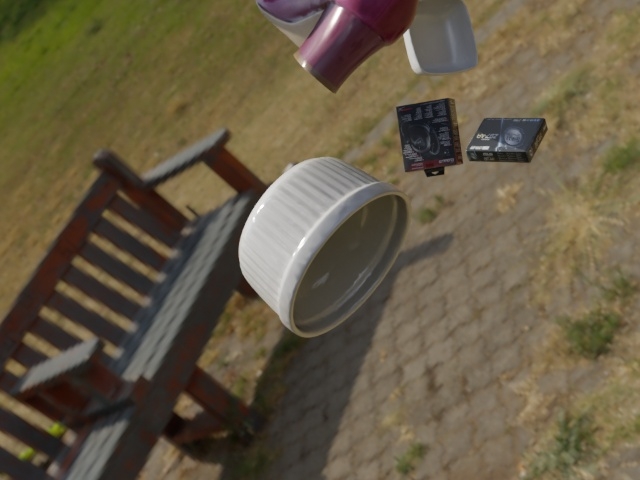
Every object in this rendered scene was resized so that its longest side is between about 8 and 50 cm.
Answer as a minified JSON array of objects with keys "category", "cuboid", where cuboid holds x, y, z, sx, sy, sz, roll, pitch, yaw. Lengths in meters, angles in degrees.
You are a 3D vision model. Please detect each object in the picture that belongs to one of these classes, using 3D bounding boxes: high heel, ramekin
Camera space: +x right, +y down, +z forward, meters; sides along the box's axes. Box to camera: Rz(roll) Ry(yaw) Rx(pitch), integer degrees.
[{"category":"high heel","cuboid":[0.030,-0.303,1.326,0.181,0.127,0.377,-48,28,11]},{"category":"ramekin","cuboid":[0.000,0.000,1.271,0.109,0.207,0.207,38,86,25]}]

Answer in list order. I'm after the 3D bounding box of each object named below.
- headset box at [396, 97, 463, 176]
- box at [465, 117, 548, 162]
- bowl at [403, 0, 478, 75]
[{"category":"headset box","cuboid":[0.123,-0.113,1.215,0.062,0.083,0.032,-8,2,22]},{"category":"box","cuboid":[0.229,-0.124,1.336,0.083,0.018,0.067,5,46,35]},{"category":"bowl","cuboid":[0.208,-0.364,1.970,0.142,0.142,0.053,-11,-4,-30]}]
